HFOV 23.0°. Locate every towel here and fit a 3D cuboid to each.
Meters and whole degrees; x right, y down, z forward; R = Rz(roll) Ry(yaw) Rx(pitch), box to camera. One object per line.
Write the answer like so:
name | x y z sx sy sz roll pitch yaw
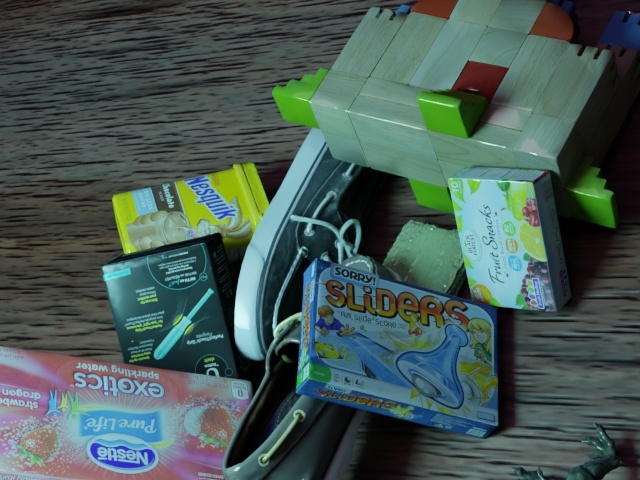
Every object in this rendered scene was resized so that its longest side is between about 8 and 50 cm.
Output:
towel | 0.102 0.049 1.667 0.110 0.027 0.148 13 70 42

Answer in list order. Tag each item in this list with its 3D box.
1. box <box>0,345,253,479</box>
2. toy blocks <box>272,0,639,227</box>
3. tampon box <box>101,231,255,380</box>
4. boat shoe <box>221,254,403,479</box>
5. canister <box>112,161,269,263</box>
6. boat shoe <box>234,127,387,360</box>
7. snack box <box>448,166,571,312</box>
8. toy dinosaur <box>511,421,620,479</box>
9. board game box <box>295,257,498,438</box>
box | -0.221 0.220 1.575 0.142 0.300 0.154 123 149 -42
toy blocks | 0.180 -0.183 1.663 0.381 0.191 0.261 15 61 30
tampon box | -0.152 0.086 1.695 0.120 0.101 0.161 -12 95 8
boat shoe | -0.005 0.131 1.569 0.116 0.097 0.324 -15 39 43
canister | -0.145 -0.019 1.811 0.169 0.073 0.126 -13 45 -9
boat shoe | 0.001 0.002 1.721 0.105 0.113 0.306 10 52 23
snack box | 0.188 -0.002 1.563 0.100 0.141 0.037 5 28 40
toy dinosaur | 0.229 0.231 1.414 0.268 0.064 0.118 -15 30 4
board game box | 0.077 0.106 1.535 0.035 0.201 0.136 128 151 -51
